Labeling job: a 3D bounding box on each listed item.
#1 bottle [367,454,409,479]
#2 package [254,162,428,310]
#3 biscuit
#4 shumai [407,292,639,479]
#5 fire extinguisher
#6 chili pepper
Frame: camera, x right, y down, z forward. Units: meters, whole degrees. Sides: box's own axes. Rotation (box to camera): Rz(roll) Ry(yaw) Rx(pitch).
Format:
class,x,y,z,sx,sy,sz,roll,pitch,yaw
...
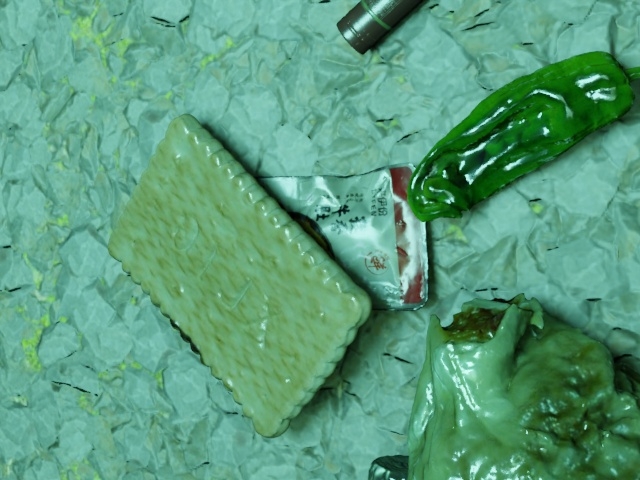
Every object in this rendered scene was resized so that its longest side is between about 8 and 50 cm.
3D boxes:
class,x,y,z,sx,sy,sz,roll,pitch,yaw
bottle,0.077,0.352,0.852,0.112,0.112,0.260,6,97,22
package,0.000,0.000,0.898,0.239,0.030,0.154,-3,91,24
biscuit,-0.099,0.036,0.908,0.325,0.044,0.217,44,116,22
shumai,0.175,0.151,0.748,0.255,0.189,0.218,-26,77,3
fire extinguisher,0.084,-0.261,0.835,0.157,0.045,0.078,-39,58,22
chili pepper,0.194,-0.101,0.787,0.257,0.074,0.100,-33,83,24
